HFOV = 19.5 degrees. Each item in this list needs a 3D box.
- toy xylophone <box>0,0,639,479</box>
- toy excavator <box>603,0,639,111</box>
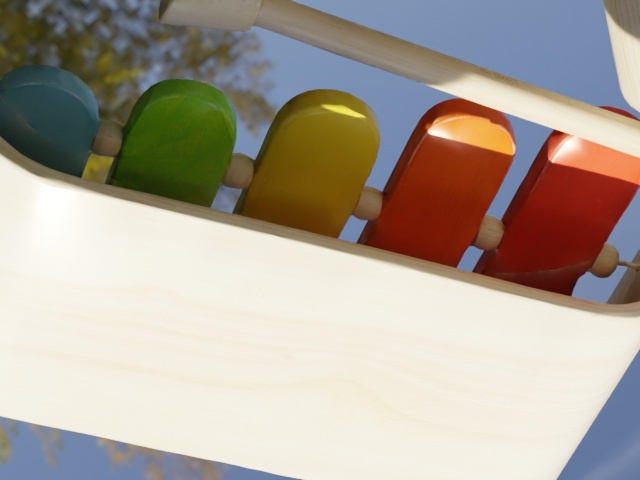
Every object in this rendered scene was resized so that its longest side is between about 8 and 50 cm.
[{"bbox_3d":[0.000,0.000,0.696,0.236,0.323,0.081,-56,-156,34],"label":"toy xylophone"},{"bbox_3d":[0.168,-0.225,0.796,0.445,0.222,0.433,-37,-141,-25],"label":"toy excavator"}]
